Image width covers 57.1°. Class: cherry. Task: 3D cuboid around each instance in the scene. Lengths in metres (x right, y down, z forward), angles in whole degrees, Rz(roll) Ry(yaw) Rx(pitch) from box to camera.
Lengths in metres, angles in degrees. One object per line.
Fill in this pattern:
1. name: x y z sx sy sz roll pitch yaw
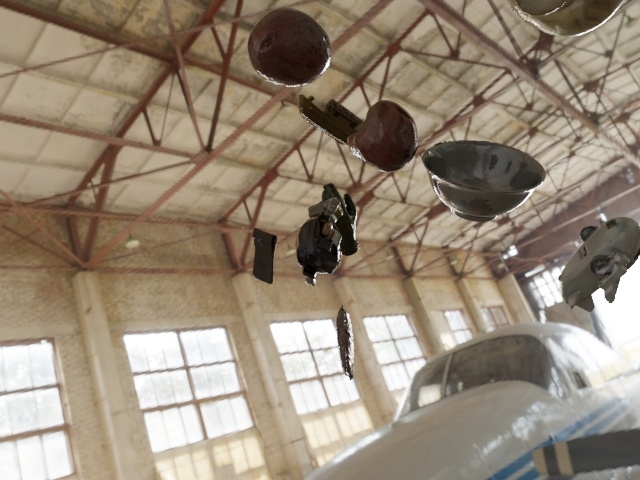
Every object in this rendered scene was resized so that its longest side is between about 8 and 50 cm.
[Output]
1. cherry: -0.102 -0.599 1.848 0.307 0.261 0.221 -37 -15 -44

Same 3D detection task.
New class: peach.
1. peach: 0.143 -0.220 1.285 0.152 0.152 0.152 -18 -20 -7

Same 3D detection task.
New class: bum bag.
1. bum bag: -0.175 0.048 1.791 0.026 0.159 0.109 -5 16 -40

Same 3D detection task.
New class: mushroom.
1. mushroom: 0.594 -0.647 1.395 0.315 0.315 0.356 -23 14 8

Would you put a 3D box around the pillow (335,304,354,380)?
1. pillow: 0.064 0.270 1.546 0.043 0.185 0.118 -4 -20 8

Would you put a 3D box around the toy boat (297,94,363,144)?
1. toy boat: 0.035 -0.327 1.583 0.226 0.068 0.088 30 -88 -26

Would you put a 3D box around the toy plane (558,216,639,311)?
1. toy plane: 0.672 0.057 1.417 0.123 0.267 0.267 25 -27 0

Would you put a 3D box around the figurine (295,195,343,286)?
1. figurine: -0.003 0.002 1.803 0.143 0.308 0.308 1 -18 7

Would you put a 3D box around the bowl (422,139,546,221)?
1. bowl: 0.455 -0.154 1.698 0.345 0.345 0.157 -12 -55 -21

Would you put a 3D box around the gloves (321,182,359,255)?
1. gloves: 0.067 -0.073 2.055 0.135 0.268 0.107 -20 16 3
